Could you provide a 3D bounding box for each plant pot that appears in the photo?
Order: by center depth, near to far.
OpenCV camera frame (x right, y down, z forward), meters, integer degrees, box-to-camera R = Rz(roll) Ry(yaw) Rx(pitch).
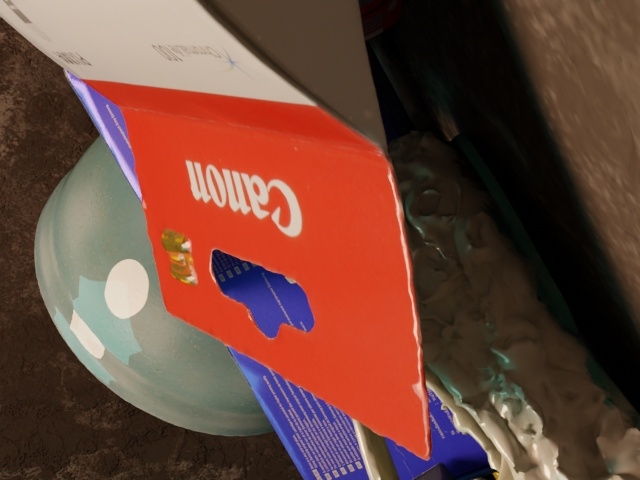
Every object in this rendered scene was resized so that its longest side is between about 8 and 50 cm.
[{"bbox_3d":[-0.055,-0.019,0.885,0.196,0.293,0.293,-50,61,42],"label":"plant pot"}]

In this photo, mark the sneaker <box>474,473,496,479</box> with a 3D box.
[{"bbox_3d":[0.153,0.265,0.861,0.147,0.104,0.296,100,160,-44],"label":"sneaker"}]

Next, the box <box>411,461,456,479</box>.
[{"bbox_3d":[0.104,0.250,0.602,0.183,0.059,0.233,53,-170,-12],"label":"box"}]

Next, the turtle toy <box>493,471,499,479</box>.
[{"bbox_3d":[0.165,0.195,0.750,0.095,0.066,0.130,48,-152,-56],"label":"turtle toy"}]

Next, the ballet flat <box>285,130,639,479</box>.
[{"bbox_3d":[0.105,0.127,0.504,0.409,0.147,0.147,60,178,31],"label":"ballet flat"}]

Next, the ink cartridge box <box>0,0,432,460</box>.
[{"bbox_3d":[-0.095,-0.101,0.511,0.308,0.091,0.385,18,123,59],"label":"ink cartridge box"}]

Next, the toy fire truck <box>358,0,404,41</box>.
[{"bbox_3d":[-0.026,-0.199,0.535,0.192,0.047,0.135,60,177,26],"label":"toy fire truck"}]

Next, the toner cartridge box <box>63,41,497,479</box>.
[{"bbox_3d":[0.000,0.000,0.707,0.348,0.165,0.075,61,-155,-9],"label":"toner cartridge box"}]
